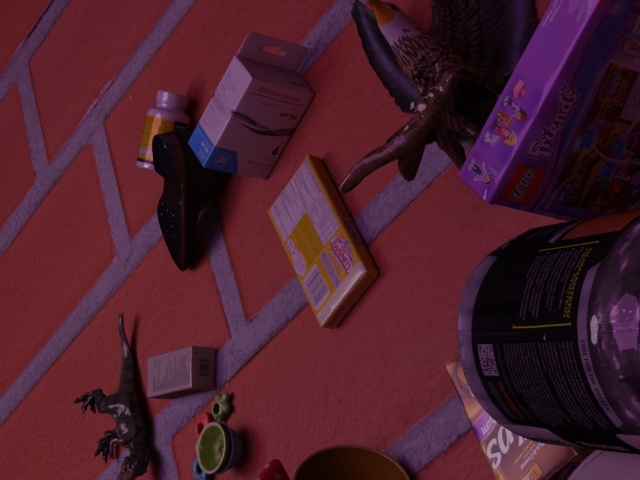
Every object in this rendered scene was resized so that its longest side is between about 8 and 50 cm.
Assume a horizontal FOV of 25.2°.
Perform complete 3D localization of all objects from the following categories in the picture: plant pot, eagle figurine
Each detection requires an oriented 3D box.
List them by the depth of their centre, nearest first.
[{"bbox_3d":[0.127,-0.208,1.581,0.226,0.225,0.298,-6,36,12],"label":"eagle figurine"},{"bbox_3d":[0.032,0.309,1.605,0.134,0.134,0.095,51,145,45],"label":"plant pot"}]

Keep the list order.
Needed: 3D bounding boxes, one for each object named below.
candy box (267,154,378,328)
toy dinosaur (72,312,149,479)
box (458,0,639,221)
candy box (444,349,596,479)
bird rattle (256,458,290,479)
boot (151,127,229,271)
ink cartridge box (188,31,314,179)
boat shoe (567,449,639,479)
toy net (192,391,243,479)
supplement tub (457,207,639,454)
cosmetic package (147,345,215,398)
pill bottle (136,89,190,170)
[{"bbox_3d":[0.000,0.000,1.787,0.105,0.027,0.206,-51,46,29],"label":"candy box"},{"bbox_3d":[-0.299,0.251,2.092,0.118,0.064,0.268,-36,52,34],"label":"toy dinosaur"},{"bbox_3d":[0.277,-0.153,1.321,0.057,0.200,0.293,49,119,46],"label":"box"},{"bbox_3d":[0.206,0.170,1.458,0.109,0.053,0.187,-49,48,33],"label":"candy box"},{"bbox_3d":[-0.053,0.384,1.636,0.143,0.253,0.207,-40,86,13],"label":"bird rattle"},{"bbox_3d":[-0.167,-0.061,1.993,0.082,0.106,0.219,42,143,44],"label":"boot"},{"bbox_3d":[-0.083,-0.174,1.873,0.180,0.104,0.060,-59,41,25],"label":"ink cartridge box"},{"bbox_3d":[0.258,0.284,1.336,0.254,0.079,0.095,-56,26,15],"label":"boat shoe"},{"bbox_3d":[-0.176,0.313,1.925,0.232,0.045,0.122,-56,43,28],"label":"toy net"},{"bbox_3d":[0.271,0.076,1.203,0.338,0.207,0.207,167,109,-70],"label":"supplement tub"},{"bbox_3d":[-0.193,0.184,1.981,0.115,0.041,0.060,-16,69,50],"label":"cosmetic package"},{"bbox_3d":[-0.226,-0.157,2.087,0.065,0.065,0.116,15,95,53],"label":"pill bottle"}]
